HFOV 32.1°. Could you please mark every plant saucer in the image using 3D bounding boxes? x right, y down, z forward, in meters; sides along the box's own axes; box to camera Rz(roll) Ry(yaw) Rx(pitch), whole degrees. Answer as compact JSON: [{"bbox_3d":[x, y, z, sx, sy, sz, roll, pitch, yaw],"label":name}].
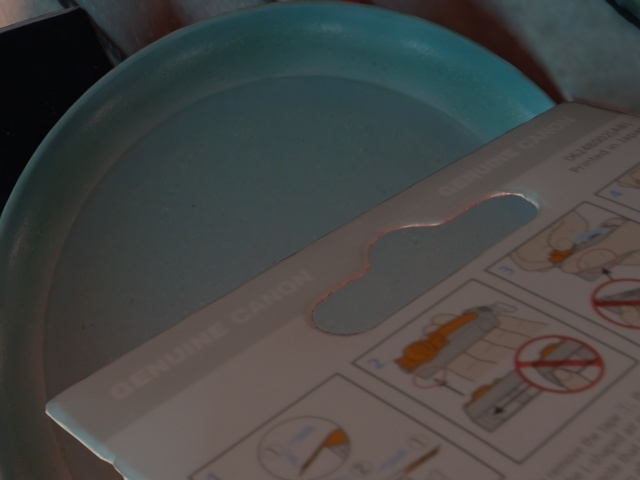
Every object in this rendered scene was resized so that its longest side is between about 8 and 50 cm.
[{"bbox_3d":[0.006,0.048,0.518,0.317,0.318,0.044,60,164,-2],"label":"plant saucer"}]

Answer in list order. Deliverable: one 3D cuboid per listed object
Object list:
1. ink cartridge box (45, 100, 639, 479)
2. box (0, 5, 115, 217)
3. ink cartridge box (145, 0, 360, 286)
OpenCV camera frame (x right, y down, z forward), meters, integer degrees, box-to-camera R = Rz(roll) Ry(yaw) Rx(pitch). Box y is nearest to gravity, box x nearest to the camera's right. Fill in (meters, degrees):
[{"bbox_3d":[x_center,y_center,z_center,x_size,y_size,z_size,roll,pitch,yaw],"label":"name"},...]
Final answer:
[{"bbox_3d":[0.146,0.094,0.358,0.385,0.308,0.091,27,135,39],"label":"ink cartridge box"},{"bbox_3d":[-0.180,0.076,0.788,0.343,0.179,0.312,62,160,15],"label":"box"},{"bbox_3d":[0.000,0.000,0.608,0.218,0.158,0.092,60,149,-3],"label":"ink cartridge box"}]
